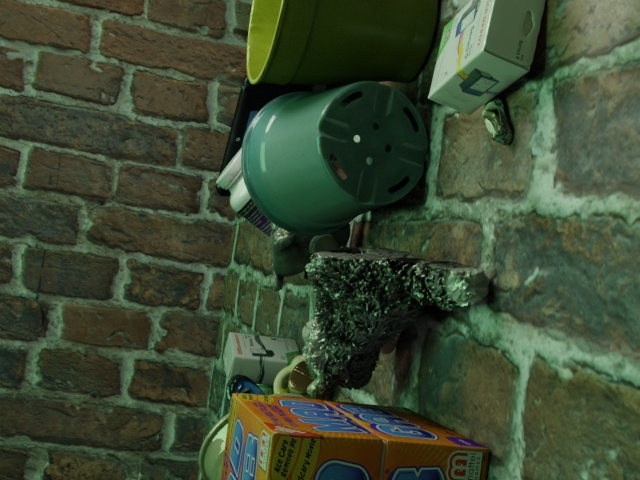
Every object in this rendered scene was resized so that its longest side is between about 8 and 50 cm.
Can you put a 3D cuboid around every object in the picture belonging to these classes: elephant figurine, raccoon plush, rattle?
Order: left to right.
[{"bbox_3d":[-0.034,0.373,2.317,0.130,0.142,0.200,16,82,42],"label":"rattle"},{"bbox_3d":[0.000,0.000,2.077,0.186,0.239,0.170,96,170,-51],"label":"elephant figurine"},{"bbox_3d":[0.102,0.177,1.559,0.446,0.216,0.299,-167,77,-64],"label":"raccoon plush"}]

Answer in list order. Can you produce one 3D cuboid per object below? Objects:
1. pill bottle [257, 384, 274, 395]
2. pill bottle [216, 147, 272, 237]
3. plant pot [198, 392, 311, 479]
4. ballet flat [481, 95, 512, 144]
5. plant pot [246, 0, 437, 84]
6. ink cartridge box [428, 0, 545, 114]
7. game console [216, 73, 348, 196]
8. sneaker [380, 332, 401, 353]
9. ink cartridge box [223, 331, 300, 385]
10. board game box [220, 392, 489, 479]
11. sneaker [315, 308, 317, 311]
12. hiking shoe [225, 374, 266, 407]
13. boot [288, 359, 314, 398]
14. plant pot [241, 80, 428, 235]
[{"bbox_3d":[-0.165,0.531,2.538,0.117,0.117,0.209,128,147,-60],"label":"pill bottle"},{"bbox_3d":[-0.107,-0.102,2.222,0.181,0.323,0.181,-50,12,14],"label":"pill bottle"},{"bbox_3d":[-0.077,0.574,1.926,0.305,0.333,0.334,-122,41,-49],"label":"plant pot"},{"bbox_3d":[0.294,-0.208,1.437,0.041,0.041,0.114,114,158,-44],"label":"ballet flat"},{"bbox_3d":[0.052,-0.490,1.854,0.366,0.352,0.367,-172,90,-74],"label":"plant pot"},{"bbox_3d":[0.276,-0.326,1.430,0.212,0.093,0.154,150,136,-68],"label":"ink cartridge box"},{"bbox_3d":[-0.093,-0.288,2.308,0.060,0.341,0.387,49,135,35],"label":"game console"},{"bbox_3d":[0.148,0.174,1.733,0.070,0.050,0.134,-131,54,-76],"label":"sneaker"},{"bbox_3d":[-0.169,0.347,2.472,0.153,0.208,0.087,-119,40,-64],"label":"ink cartridge box"},{"bbox_3d":[0.029,0.478,1.445,0.356,0.356,0.357,178,99,-74],"label":"board game box"},{"bbox_3d":[0.047,0.131,1.971,0.297,0.129,0.111,-120,39,-67],"label":"sneaker"},{"bbox_3d":[-0.141,0.490,2.337,0.304,0.113,0.132,55,142,2],"label":"hiking shoe"},{"bbox_3d":[-0.028,0.366,2.101,0.213,0.077,0.165,-43,-28,-58],"label":"boot"},{"bbox_3d":[0.041,-0.188,1.845,0.334,0.340,0.342,173,105,-66],"label":"plant pot"}]
